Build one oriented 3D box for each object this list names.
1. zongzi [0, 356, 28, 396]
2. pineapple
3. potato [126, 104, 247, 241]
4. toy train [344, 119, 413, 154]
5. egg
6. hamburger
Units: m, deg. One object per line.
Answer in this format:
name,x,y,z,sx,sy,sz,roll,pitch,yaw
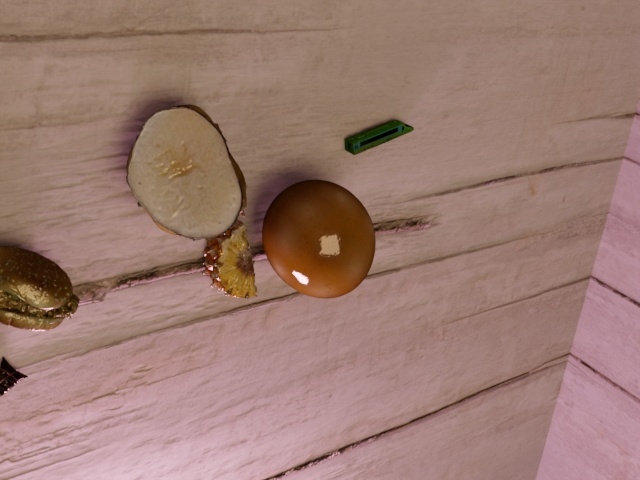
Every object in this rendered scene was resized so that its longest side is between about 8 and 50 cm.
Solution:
zongzi,-0.719,0.321,1.855,0.073,0.067,0.083,28,80,-37
pineapple,-0.244,0.066,2.047,0.135,0.079,0.233,-29,124,-31
potato,-0.306,-0.149,1.807,0.246,0.196,0.299,-22,100,-9
toy train,0.163,-0.290,2.158,0.209,0.044,0.042,-25,127,-24
egg,0.000,0.000,2.044,0.282,0.282,0.351,-42,136,-9
hamburger,-0.618,0.095,1.698,0.215,0.189,0.122,24,108,-31
